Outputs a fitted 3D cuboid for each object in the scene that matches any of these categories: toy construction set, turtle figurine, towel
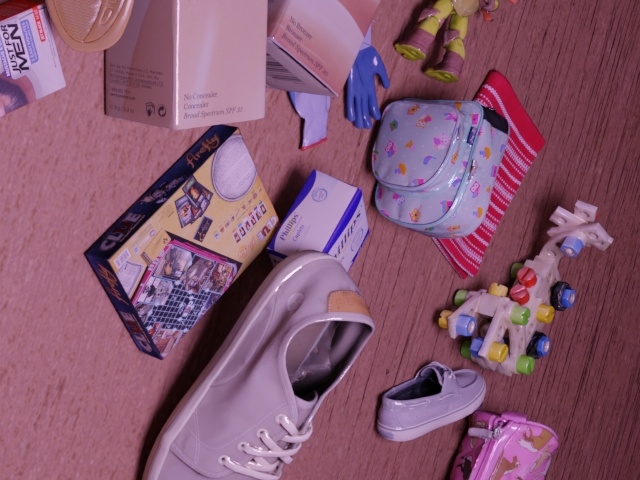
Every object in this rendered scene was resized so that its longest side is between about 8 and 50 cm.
[{"bbox_3d":[0.326,0.081,2.152,0.327,0.151,0.215,-46,137,-17],"label":"toy construction set"},{"bbox_3d":[0.199,-0.336,1.914,0.269,0.087,0.217,33,75,-50],"label":"turtle figurine"},{"bbox_3d":[0.249,-0.101,2.090,0.275,0.031,0.199,-60,138,-19],"label":"towel"}]

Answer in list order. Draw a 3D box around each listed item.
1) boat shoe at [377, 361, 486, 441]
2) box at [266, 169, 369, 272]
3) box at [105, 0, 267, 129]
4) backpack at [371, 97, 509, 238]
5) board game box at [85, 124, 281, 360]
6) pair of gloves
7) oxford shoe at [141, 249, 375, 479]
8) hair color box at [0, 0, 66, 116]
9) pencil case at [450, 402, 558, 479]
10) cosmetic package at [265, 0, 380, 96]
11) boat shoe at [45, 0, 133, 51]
[{"bbox_3d":[0.174,0.230,2.056,0.227,0.079,0.081,-21,121,-42],"label":"boat shoe"},{"bbox_3d":[0.000,0.000,1.750,0.126,0.072,0.137,-61,161,-19],"label":"box"},{"bbox_3d":[-0.145,-0.287,1.483,0.148,0.121,0.311,-15,112,-46],"label":"box"},{"bbox_3d":[0.157,-0.100,1.869,0.144,0.166,0.188,11,89,-50],"label":"backpack"},{"bbox_3d":[-0.156,0.000,1.619,0.243,0.042,0.165,-48,133,-31],"label":"board game box"},{"bbox_3d":[0.024,-0.211,1.791,0.198,0.023,0.159,-26,121,-43],"label":"pair of gloves"},{"bbox_3d":[-0.081,0.224,1.640,0.169,0.130,0.449,18,106,-50],"label":"oxford shoe"},{"bbox_3d":[-0.338,-0.167,1.341,0.167,0.053,0.093,-34,125,-39],"label":"hair color box"},{"bbox_3d":[0.237,0.452,2.139,0.167,0.160,0.386,31,75,-20],"label":"pencil case"},{"bbox_3d":[-0.004,-0.339,1.634,0.153,0.129,0.296,34,74,-47],"label":"cosmetic package"},{"bbox_3d":[-0.242,-0.332,1.373,0.098,0.096,0.277,-6,103,-15],"label":"boat shoe"}]
